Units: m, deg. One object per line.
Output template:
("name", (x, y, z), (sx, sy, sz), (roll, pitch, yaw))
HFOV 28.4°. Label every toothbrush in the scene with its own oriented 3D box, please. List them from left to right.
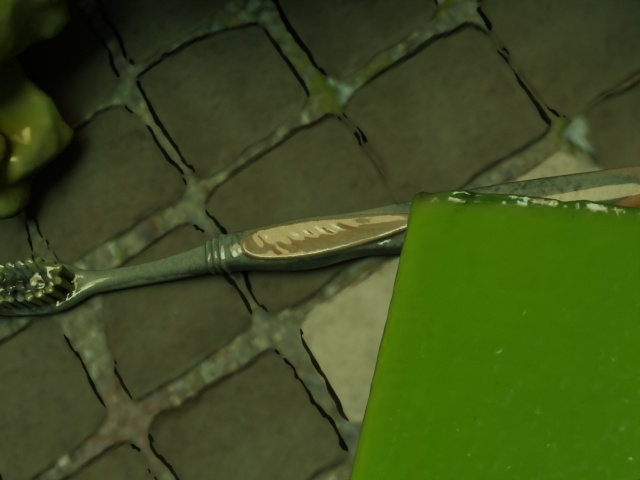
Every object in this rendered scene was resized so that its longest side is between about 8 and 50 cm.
("toothbrush", (0.000, 0.000, 0.606), (0.375, 0.037, 0.028), (-9, 72, 11))

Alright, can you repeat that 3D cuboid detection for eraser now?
("eraser", (0.112, 0.117, 0.469), (0.210, 0.092, 0.274), (5, 62, 24))

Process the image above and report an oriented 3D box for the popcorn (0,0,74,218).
("popcorn", (-0.216, -0.107, 0.626), (0.167, 0.185, 0.187), (22, 102, 23))
